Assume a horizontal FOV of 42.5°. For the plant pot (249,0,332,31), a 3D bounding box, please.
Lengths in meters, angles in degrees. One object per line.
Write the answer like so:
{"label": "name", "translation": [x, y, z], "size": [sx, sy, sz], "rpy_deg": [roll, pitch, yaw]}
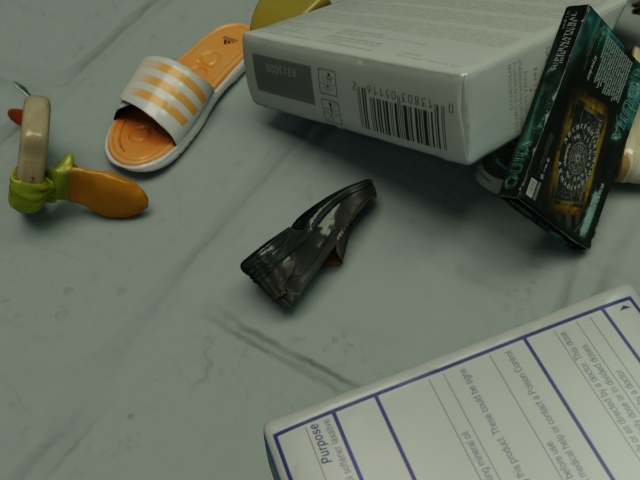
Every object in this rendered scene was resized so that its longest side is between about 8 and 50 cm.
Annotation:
{"label": "plant pot", "translation": [-0.035, -0.254, 0.982], "size": [0.083, 0.081, 0.081], "rpy_deg": [-45, 58, -8]}

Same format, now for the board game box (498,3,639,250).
{"label": "board game box", "translation": [0.234, -0.098, 0.746], "size": [0.026, 0.126, 0.186], "rpy_deg": [13, 77, 50]}

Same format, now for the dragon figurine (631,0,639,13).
{"label": "dragon figurine", "translation": [0.435, -0.316, 0.913], "size": [0.289, 0.144, 0.085], "rpy_deg": [28, 61, 27]}

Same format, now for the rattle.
{"label": "rattle", "translation": [-0.275, -0.106, 0.908], "size": [0.142, 0.130, 0.200], "rpy_deg": [-9, 24, -12]}

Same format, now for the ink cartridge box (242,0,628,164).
{"label": "ink cartridge box", "translation": [0.159, -0.215, 0.886], "size": [0.385, 0.091, 0.308], "rpy_deg": [-27, 33, -33]}

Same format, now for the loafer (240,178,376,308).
{"label": "loafer", "translation": [0.000, 0.000, 0.796], "size": [0.170, 0.062, 0.061], "rpy_deg": [-39, 95, -29]}

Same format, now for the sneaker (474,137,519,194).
{"label": "sneaker", "translation": [0.228, -0.112, 0.827], "size": [0.166, 0.076, 0.065], "rpy_deg": [-35, 56, -19]}

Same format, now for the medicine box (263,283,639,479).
{"label": "medicine box", "translation": [0.142, 0.211, 0.538], "size": [0.289, 0.149, 0.263], "rpy_deg": [-20, 51, -7]}

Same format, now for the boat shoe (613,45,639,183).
{"label": "boat shoe", "translation": [0.328, -0.124, 0.835], "size": [0.059, 0.063, 0.170], "rpy_deg": [14, 61, 3]}

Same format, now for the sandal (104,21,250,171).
{"label": "sandal", "translation": [-0.166, -0.190, 0.949], "size": [0.102, 0.076, 0.265], "rpy_deg": [19, 57, 22]}
